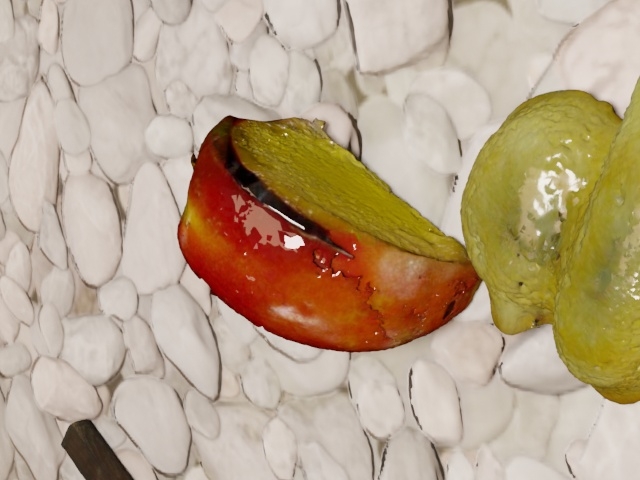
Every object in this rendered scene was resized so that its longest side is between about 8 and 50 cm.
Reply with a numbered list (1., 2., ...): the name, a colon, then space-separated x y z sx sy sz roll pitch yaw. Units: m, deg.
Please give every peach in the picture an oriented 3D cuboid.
1. peach: -0.002 0.005 0.659 0.172 0.127 0.092 33 115 6

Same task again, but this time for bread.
1. bread: 0.124 -0.020 0.551 0.149 0.065 0.188 46 129 34

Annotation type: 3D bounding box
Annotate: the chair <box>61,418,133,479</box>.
1. chair: -0.150 0.359 0.810 0.416 0.203 0.240 44 122 31
